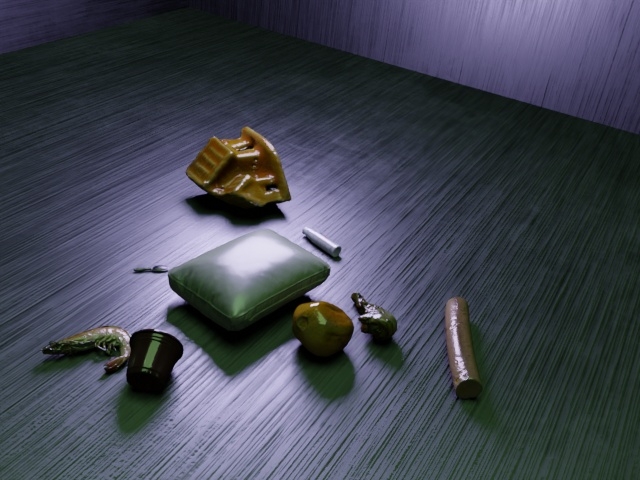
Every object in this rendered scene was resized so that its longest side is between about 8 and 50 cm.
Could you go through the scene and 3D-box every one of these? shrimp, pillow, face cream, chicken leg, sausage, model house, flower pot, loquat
[{"bbox_3d":[-0.464,0.228,1.417,0.178,0.034,0.124,-11,42,-34],"label":"shrimp"},{"bbox_3d":[-0.160,0.082,1.627,0.255,0.120,0.322,29,40,33],"label":"pillow"},{"bbox_3d":[0.000,0.000,1.871,0.034,0.034,0.130,-22,42,-39],"label":"face cream"},{"bbox_3d":[0.111,0.167,1.602,0.093,0.070,0.178,13,19,-26],"label":"chicken leg"},{"bbox_3d":[0.312,0.226,1.553,0.065,0.066,0.301,8,31,0],"label":"sausage"},{"bbox_3d":[-0.240,-0.188,1.988,0.239,0.174,0.268,-14,35,-32],"label":"model house"},{"bbox_3d":[-0.330,0.240,1.366,0.111,0.111,0.089,8,44,0],"label":"flower pot"},{"bbox_3d":[0.007,0.186,1.509,0.137,0.113,0.137,16,11,-3],"label":"loquat"}]

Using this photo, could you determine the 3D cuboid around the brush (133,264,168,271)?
[{"bbox_3d":[-0.411,0.069,1.699,0.083,0.008,0.024,-3,37,-16],"label":"brush"}]
